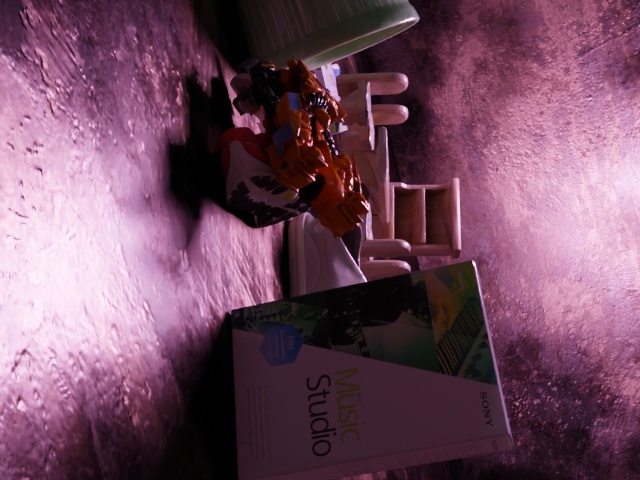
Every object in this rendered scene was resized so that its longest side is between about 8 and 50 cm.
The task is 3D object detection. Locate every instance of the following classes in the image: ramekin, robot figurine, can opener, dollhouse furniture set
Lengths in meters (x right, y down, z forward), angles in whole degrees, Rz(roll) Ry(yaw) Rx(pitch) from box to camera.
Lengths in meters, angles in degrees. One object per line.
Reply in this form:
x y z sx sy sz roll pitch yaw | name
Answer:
0.003 -0.390 1.643 0.303 0.303 0.148 -47 116 -77 | ramekin
-0.014 -0.146 1.357 0.211 0.085 0.291 44 24 -37 | robot figurine
-0.045 -0.157 1.502 0.093 0.074 0.280 -44 113 -26 | can opener
0.169 -0.099 1.991 0.394 0.256 0.362 75 14 -70 | dollhouse furniture set

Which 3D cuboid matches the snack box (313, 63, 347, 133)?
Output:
-0.005 -0.331 2.089 0.174 0.070 0.207 -45 123 -77 | snack box

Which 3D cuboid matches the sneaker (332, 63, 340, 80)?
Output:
0.020 -0.372 2.279 0.152 0.058 0.084 -43 113 -72 | sneaker

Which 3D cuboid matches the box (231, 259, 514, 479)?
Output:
0.053 0.163 1.161 0.058 0.322 0.232 66 15 -56 | box

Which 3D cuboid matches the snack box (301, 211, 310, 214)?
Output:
0.000 0.000 1.853 0.178 0.022 0.064 57 25 -60 | snack box

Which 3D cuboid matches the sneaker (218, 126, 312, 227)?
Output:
-0.076 -0.098 1.408 0.279 0.107 0.118 46 23 -73 | sneaker

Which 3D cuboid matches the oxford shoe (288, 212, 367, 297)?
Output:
0.029 0.138 1.578 0.169 0.130 0.449 63 19 -55 | oxford shoe
